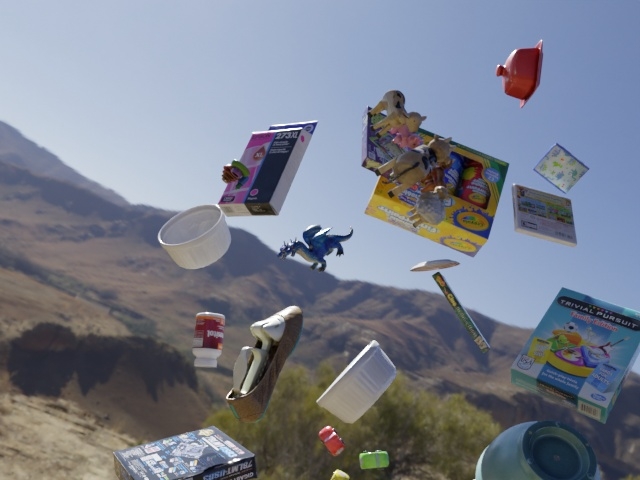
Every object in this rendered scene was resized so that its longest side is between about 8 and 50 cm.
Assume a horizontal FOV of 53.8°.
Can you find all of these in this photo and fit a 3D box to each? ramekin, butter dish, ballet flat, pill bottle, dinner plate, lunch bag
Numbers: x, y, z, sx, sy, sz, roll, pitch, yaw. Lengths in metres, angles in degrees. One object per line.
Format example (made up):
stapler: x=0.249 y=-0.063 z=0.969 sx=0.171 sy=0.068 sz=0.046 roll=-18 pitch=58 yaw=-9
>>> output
ramekin: x=0.124 y=0.453 z=1.984 sx=0.127 sy=0.273 sz=0.273 roll=42 pitch=-5 yaw=9
butter dish: x=0.573 y=-0.489 z=1.845 sx=0.118 sy=0.159 sz=0.160 roll=10 pitch=-8 yaw=3
ballet flat: x=-0.147 y=0.289 z=1.610 sx=0.116 sy=0.342 sz=0.124 roll=-3 pitch=-40 yaw=42
pill bottle: x=-0.328 y=0.292 z=1.847 sx=0.086 sy=0.151 sz=0.086 roll=3 pitch=-16 yaw=1
dinner plate: x=0.320 y=0.069 z=1.769 sx=0.141 sy=0.017 sz=0.141 roll=-6 pitch=-11 yaw=-1
lunch bag: x=0.875 y=-0.268 z=2.311 sx=0.151 sy=0.128 sz=0.096 roll=32 pitch=21 yaw=-12
ramekin: x=-0.367 y=-0.007 z=1.884 sx=0.207 sy=0.207 sz=0.109 roll=17 pitch=-41 yaw=44

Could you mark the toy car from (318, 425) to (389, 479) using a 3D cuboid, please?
toy car: x=0.113 y=0.724 z=2.070 sx=0.225 sy=0.238 sz=0.053 roll=-6 pitch=-20 yaw=2

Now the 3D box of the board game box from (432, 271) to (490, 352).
board game box: x=0.415 y=0.212 z=1.854 sx=0.259 sy=0.030 sz=0.136 roll=59 pitch=12 yaw=17

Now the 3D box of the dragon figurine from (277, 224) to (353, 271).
dragon figurine: x=0.000 y=0.000 z=1.988 sx=0.085 sy=0.289 sz=0.144 roll=13 pitch=-45 yaw=55

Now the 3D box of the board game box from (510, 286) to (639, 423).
board game box: x=0.713 y=0.299 z=1.725 sx=0.254 sy=0.336 sz=0.079 roll=20 pitch=-38 yaw=35

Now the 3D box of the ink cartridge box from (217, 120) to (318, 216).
ink cartridge box: x=-0.145 y=-0.225 z=1.814 sx=0.176 sy=0.370 sz=0.069 roll=0 pitch=-39 yaw=29

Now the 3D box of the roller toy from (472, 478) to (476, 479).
roller toy: x=0.434 y=0.740 z=1.681 sx=0.146 sy=0.209 sz=0.191 roll=-13 pitch=11 yaw=-39

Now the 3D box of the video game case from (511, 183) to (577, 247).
video game case: x=0.782 y=-0.089 z=2.211 sx=0.227 sy=0.206 sz=0.026 roll=14 pitch=-36 yaw=-7

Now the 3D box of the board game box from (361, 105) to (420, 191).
board game box: x=0.240 y=-0.321 z=2.163 sx=0.208 sy=0.056 sz=0.346 roll=20 pitch=38 yaw=-11

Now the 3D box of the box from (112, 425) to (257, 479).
box: x=-0.359 y=0.589 z=1.653 sx=0.294 sy=0.073 sz=0.296 roll=-6 pitch=5 yaw=-32

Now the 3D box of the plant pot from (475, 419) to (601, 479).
plant pot: x=0.542 y=0.555 z=1.516 sx=0.293 sy=0.293 sz=0.196 roll=22 pitch=-44 yaw=16

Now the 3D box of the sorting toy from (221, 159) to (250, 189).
sorting toy: x=-0.199 y=-0.148 z=1.458 sx=0.061 sy=0.042 sz=0.102 roll=43 pitch=-19 yaw=-17

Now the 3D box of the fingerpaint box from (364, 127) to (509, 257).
fingerpaint box: x=0.441 y=-0.197 z=2.375 sx=0.445 sy=0.371 sz=0.163 roll=23 pitch=-28 yaw=3

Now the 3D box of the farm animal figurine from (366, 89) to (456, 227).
farm animal figurine: x=0.264 y=-0.243 z=1.717 sx=0.172 sy=0.326 sz=0.330 roll=-30 pitch=-71 yaw=35
